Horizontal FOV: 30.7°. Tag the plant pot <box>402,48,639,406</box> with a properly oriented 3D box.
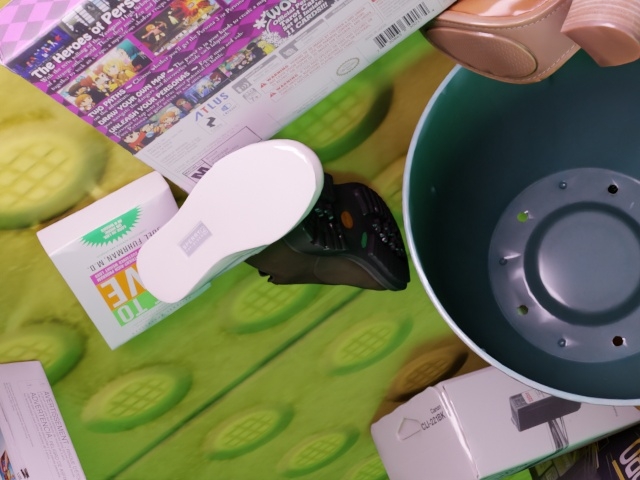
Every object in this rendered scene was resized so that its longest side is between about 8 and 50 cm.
[{"bbox_3d":[0.220,-0.007,0.915,0.293,0.293,0.235,-31,164,1],"label":"plant pot"}]

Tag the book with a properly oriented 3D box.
[{"bbox_3d":[-0.142,0.015,0.869,0.096,0.035,0.144,-30,149,-8],"label":"book"}]

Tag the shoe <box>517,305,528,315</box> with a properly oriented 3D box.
[{"bbox_3d":[0.194,0.099,1.255,0.077,0.058,0.219,-36,150,11],"label":"shoe"}]

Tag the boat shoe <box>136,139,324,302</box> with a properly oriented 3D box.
[{"bbox_3d":[-0.054,-0.015,0.798,0.184,0.066,0.063,-44,174,39],"label":"boat shoe"}]

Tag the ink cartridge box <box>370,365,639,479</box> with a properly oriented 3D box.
[{"bbox_3d":[0.224,0.207,1.347,0.273,0.114,0.197,-12,162,-27],"label":"ink cartridge box"}]

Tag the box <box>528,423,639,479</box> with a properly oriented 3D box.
[{"bbox_3d":[0.416,0.269,1.390,0.097,0.395,0.318,38,106,-15],"label":"box"}]

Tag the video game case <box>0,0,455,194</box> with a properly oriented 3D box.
[{"bbox_3d":[-0.046,-0.140,0.702,0.232,0.041,0.210,-36,151,10],"label":"video game case"}]

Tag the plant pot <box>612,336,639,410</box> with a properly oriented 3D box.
[{"bbox_3d":[0.404,0.071,1.213,0.291,0.290,0.203,-27,167,-5],"label":"plant pot"}]

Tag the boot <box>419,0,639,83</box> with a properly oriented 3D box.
[{"bbox_3d":[0.164,-0.186,0.774,0.073,0.197,0.152,39,70,-38],"label":"boot"}]

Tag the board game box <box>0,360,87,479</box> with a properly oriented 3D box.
[{"bbox_3d":[-0.271,0.268,0.971,0.053,0.193,0.305,-3,141,-38],"label":"board game box"}]

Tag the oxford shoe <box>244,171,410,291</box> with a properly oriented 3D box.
[{"bbox_3d":[0.000,0.000,0.938,0.096,0.082,0.227,-21,156,26],"label":"oxford shoe"}]

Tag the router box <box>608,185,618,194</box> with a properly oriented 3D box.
[{"bbox_3d":[0.315,-0.046,1.070,0.179,0.133,0.046,-45,146,25],"label":"router box"}]
